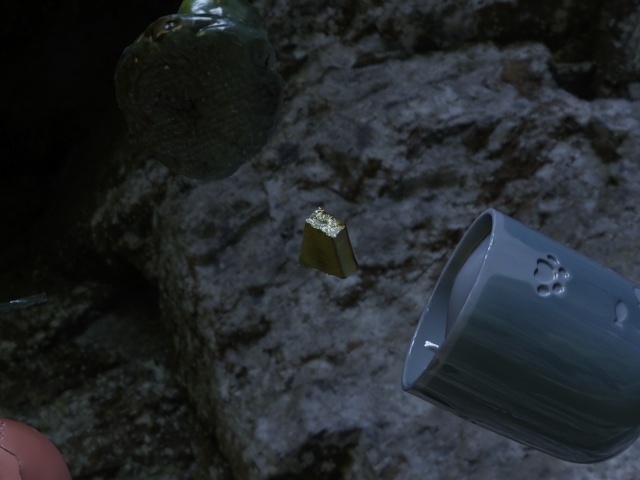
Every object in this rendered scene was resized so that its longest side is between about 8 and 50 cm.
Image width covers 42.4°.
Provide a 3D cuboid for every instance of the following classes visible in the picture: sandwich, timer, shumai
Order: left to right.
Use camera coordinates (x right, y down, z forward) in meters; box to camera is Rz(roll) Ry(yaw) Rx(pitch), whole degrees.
[{"bbox_3d":[-0.427,0.338,1.036,0.229,0.230,0.215,-18,-20,-22],"label":"timer"},{"bbox_3d":[-0.184,-0.297,1.471,0.309,0.263,0.304,5,-50,15],"label":"shumai"},{"bbox_3d":[0.000,0.000,2.009,0.058,0.193,0.163,-30,-65,-30],"label":"sandwich"}]

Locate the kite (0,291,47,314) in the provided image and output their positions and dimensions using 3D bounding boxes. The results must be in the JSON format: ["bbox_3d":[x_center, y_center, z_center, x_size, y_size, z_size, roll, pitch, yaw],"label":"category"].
[{"bbox_3d":[-0.461,0.098,1.004,0.250,0.012,0.229,-9,-47,-22],"label":"kite"}]

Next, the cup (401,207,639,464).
[{"bbox_3d":[0.290,0.117,1.107,0.274,0.357,0.259,27,-68,0],"label":"cup"}]
